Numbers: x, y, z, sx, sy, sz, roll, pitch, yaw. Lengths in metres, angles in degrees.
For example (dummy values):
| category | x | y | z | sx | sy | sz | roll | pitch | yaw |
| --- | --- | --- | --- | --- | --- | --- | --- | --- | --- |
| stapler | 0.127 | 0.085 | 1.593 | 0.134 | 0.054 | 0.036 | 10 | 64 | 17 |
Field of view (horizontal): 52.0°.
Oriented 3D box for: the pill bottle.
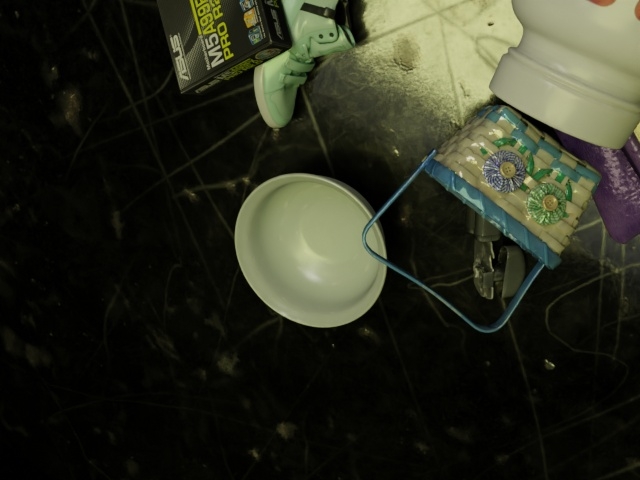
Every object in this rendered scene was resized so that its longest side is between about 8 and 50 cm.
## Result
| category | x | y | z | sx | sy | sz | roll | pitch | yaw |
| --- | --- | --- | --- | --- | --- | --- | --- | --- | --- |
| pill bottle | 0.351 | -0.317 | 0.696 | 0.229 | 0.229 | 0.408 | 29 | 116 | 11 |

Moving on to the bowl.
| category | x | y | z | sx | sy | sz | roll | pitch | yaw |
| --- | --- | --- | --- | --- | --- | --- | --- | --- | --- |
| bowl | 0.000 | 0.000 | 1.214 | 0.297 | 0.134 | 0.298 | 10 | 116 | 20 |

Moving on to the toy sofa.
| category | x | y | z | sx | sy | sz | roll | pitch | yaw |
| --- | --- | --- | --- | --- | --- | --- | --- | --- | --- |
| toy sofa | 0.430 | -0.146 | 0.946 | 0.177 | 0.150 | 0.363 | -28 | 99 | 30 |

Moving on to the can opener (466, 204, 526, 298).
| category | x | y | z | sx | sy | sz | roll | pitch | yaw |
| --- | --- | --- | --- | --- | --- | --- | --- | --- | --- |
| can opener | 0.300 | -0.032 | 1.115 | 0.095 | 0.076 | 0.284 | -6 | 112 | -8 |

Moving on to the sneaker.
| category | x | y | z | sx | sy | sz | roll | pitch | yaw |
| --- | --- | --- | --- | --- | --- | --- | --- | --- | --- |
| sneaker | -0.024 | -0.303 | 1.110 | 0.151 | 0.094 | 0.256 | 19 | 116 | 23 |

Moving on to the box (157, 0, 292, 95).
| category | x | y | z | sx | sy | sz | roll | pitch | yaw |
| --- | --- | --- | --- | --- | --- | --- | --- | --- | --- |
| box | -0.177 | -0.411 | 1.103 | 0.216 | 0.060 | 0.270 | -16 | 87 | 34 |

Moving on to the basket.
| category | x | y | z | sx | sy | sz | roll | pitch | yaw |
| --- | --- | --- | --- | --- | --- | --- | --- | --- | --- |
| basket | 0.234 | -0.040 | 0.963 | 0.254 | 0.201 | 0.289 | 34 | 104 | -6 |
